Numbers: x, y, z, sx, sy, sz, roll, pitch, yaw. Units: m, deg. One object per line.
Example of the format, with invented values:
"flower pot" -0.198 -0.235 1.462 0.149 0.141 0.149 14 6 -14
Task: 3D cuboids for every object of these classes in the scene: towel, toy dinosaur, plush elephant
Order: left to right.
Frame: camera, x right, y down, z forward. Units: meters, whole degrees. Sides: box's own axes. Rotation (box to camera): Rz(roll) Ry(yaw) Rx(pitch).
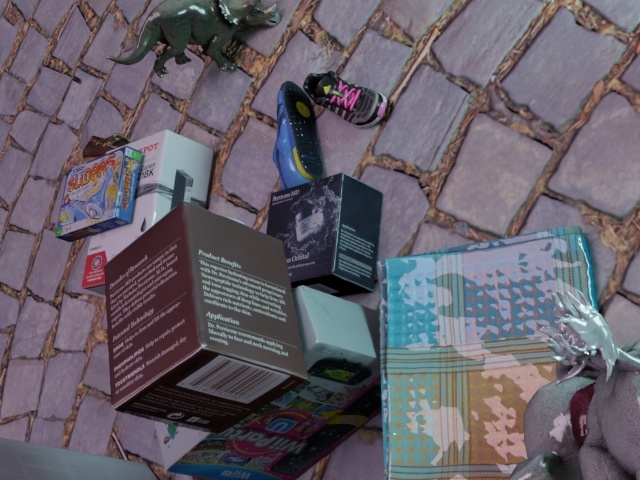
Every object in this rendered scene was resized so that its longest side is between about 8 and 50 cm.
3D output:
"toy dinosaur" -0.235 -0.386 1.874 0.121 0.313 0.160 -114 21 -52
"towel" 0.198 0.168 1.229 0.271 0.040 0.370 -10 63 21
"plush elephant" 0.306 0.201 1.018 0.272 0.330 0.255 -51 -4 -24

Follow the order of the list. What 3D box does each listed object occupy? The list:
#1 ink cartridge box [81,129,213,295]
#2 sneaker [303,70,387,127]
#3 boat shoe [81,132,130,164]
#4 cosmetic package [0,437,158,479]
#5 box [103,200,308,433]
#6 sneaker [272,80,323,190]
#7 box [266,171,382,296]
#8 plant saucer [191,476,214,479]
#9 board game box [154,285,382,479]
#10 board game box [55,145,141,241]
"ink cartridge box" -0.308 -0.041 1.862 0.197 0.114 0.273 -13 63 44
"sneaker" 0.032 -0.224 1.619 0.170 0.074 0.063 30 95 48
"boat shoe" -0.410 -0.179 2.063 0.207 0.073 0.073 8 80 47
"cosmetic package" -0.364 0.413 1.517 0.284 0.377 0.097 34 99 49
"box" -0.141 0.097 1.247 0.167 0.168 0.203 -36 49 31
"sneaker" -0.052 -0.165 1.686 0.082 0.069 0.209 -35 50 36
"box" 0.000 0.000 1.539 0.156 0.093 0.158 -13 62 43
"plant saucer" -0.152 0.320 1.602 0.168 0.029 0.168 -21 59 40
"board game box" -0.041 0.206 1.391 0.303 0.224 0.097 -42 49 26
"board game box" -0.399 -0.081 1.863 0.201 0.035 0.136 -15 62 45
